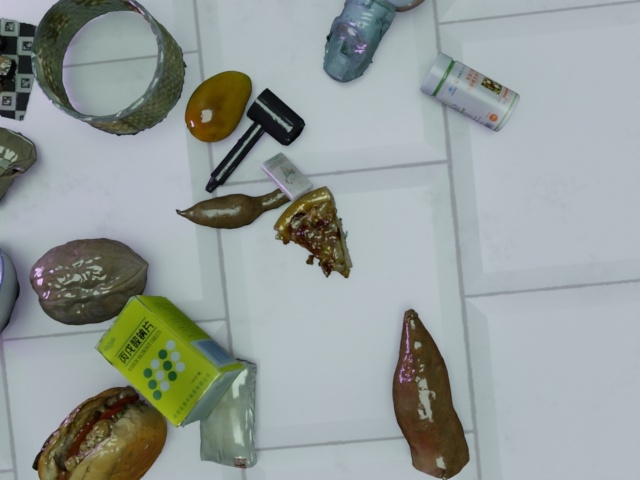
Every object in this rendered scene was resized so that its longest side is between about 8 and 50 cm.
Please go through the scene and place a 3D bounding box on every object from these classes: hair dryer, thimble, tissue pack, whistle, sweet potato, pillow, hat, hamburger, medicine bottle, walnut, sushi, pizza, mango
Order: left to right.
[{"bbox_3d":[-0.701,-0.375,1.298,0.192,0.040,0.210,12,92,2],"label":"sushi"},{"bbox_3d":[-0.691,-0.159,1.297,0.147,0.085,0.175,37,116,-10],"label":"hat"},{"bbox_3d":[-0.459,0.081,1.242,0.230,0.178,0.178,-16,91,-2],"label":"walnut"},{"bbox_3d":[-0.424,0.408,1.215,0.163,0.244,0.244,40,93,11],"label":"hamburger"},{"bbox_3d":[-0.423,-0.354,1.232,0.270,0.150,0.271,0,92,2],"label":"thimble"},{"bbox_3d":[-0.297,0.233,1.227,0.250,0.141,0.137,38,94,15],"label":"medicine bottle"},{"bbox_3d":[-0.212,-0.278,1.258,0.111,0.089,0.163,22,83,-10],"label":"mango"},{"bbox_3d":[-0.195,0.360,1.291,0.128,0.051,0.229,-1,90,12],"label":"pillow"},{"bbox_3d":[-0.159,-0.065,1.271,0.269,0.075,0.075,-13,91,-8],"label":"sweet potato"},{"bbox_3d":[-0.147,-0.184,1.270,0.114,0.070,0.248,40,97,1],"label":"hair dryer"},{"bbox_3d":[-0.069,-0.132,1.260,0.056,0.023,0.108,-36,68,-21],"label":"tissue pack"},{"bbox_3d":[0.001,-0.001,1.263,0.154,0.069,0.194,-37,88,2],"label":"pizza"},{"bbox_3d":[0.107,-0.476,1.206,0.189,0.189,0.348,30,103,1],"label":"whistle"},{"bbox_3d":[0.203,0.307,1.237,0.131,0.131,0.337,-16,90,3],"label":"sweet potato"},{"bbox_3d":[0.300,-0.298,1.235,0.183,0.086,0.086,29,93,1],"label":"medicine bottle"}]

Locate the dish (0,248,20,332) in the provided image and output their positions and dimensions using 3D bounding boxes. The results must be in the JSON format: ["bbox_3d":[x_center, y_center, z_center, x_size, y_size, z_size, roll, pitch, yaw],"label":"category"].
[{"bbox_3d":[-0.705,0.150,1.264,0.273,0.134,0.273,-14,56,22],"label":"dish"}]
